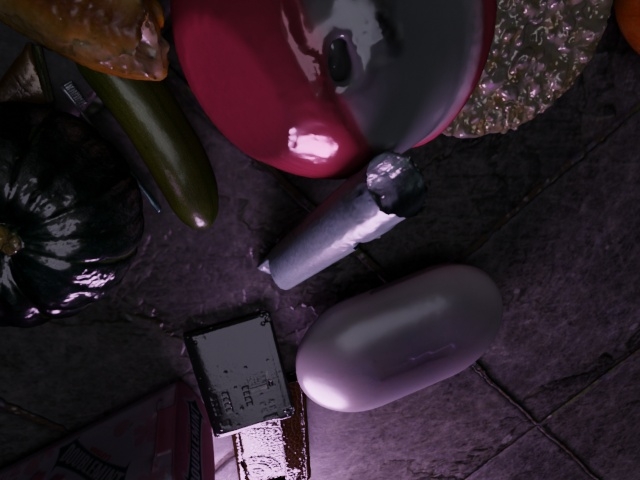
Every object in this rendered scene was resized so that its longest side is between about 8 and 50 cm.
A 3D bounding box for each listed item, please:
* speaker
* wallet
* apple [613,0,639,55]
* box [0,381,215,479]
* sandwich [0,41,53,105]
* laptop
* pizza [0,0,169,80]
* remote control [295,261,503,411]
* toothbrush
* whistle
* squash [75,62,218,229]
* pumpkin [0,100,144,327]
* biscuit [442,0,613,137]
[{"bbox_3d":[0.021,-0.206,0.418,0.294,0.294,0.294,-6,118,-12],"label":"speaker"},{"bbox_3d":[-0.084,0.329,0.745,0.133,0.039,0.243,-6,118,-10],"label":"wallet"},{"bbox_3d":[0.458,-0.290,0.491,0.235,0.173,0.210,1,116,-14],"label":"apple"},{"bbox_3d":[-0.334,0.363,0.611,0.369,0.190,0.112,-27,120,1],"label":"box"},{"bbox_3d":[-0.292,-0.151,0.444,0.044,0.031,0.083,39,101,-26],"label":"sandwich"},{"bbox_3d":[-0.117,0.200,0.659,0.129,0.016,0.180,-15,104,-8],"label":"laptop"},{"bbox_3d":[-0.219,-0.287,0.343,0.226,0.086,0.335,-41,104,7],"label":"pizza"},{"bbox_3d":[0.123,0.151,0.669,0.332,0.103,0.221,-20,126,-4],"label":"remote control"},{"bbox_3d":[-0.229,-0.100,0.500,0.014,0.011,0.167,-31,120,-4],"label":"toothbrush"},{"bbox_3d":[0.000,0.000,0.486,0.062,0.312,0.062,8,69,-23],"label":"whistle"},{"bbox_3d":[-0.175,-0.119,0.472,0.069,0.069,0.258,-26,121,-1],"label":"squash"},{"bbox_3d":[-0.289,-0.023,0.437,0.220,0.162,0.220,-5,109,-16],"label":"pumpkin"},{"bbox_3d":[0.242,-0.238,0.514,0.179,0.084,0.281,16,114,-26],"label":"biscuit"}]
